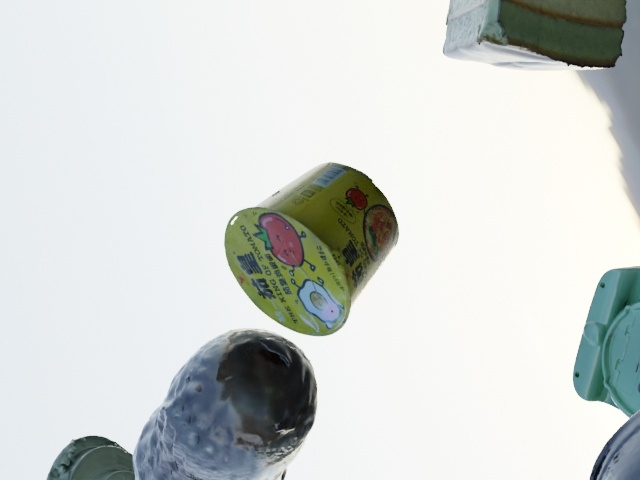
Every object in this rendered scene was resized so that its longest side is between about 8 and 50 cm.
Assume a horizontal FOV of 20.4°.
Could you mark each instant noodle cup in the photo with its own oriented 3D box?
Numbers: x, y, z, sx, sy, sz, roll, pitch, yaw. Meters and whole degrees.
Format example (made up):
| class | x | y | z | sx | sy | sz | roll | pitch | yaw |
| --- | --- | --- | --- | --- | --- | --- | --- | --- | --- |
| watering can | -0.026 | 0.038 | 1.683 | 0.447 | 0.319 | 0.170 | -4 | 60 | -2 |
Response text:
| class | x | y | z | sx | sy | sz | roll | pitch | yaw |
| --- | --- | --- | --- | --- | --- | --- | --- | --- | --- |
| instant noodle cup | 0.000 | 0.000 | 2.104 | 0.144 | 0.182 | 0.182 | -43 | -73 | -37 |

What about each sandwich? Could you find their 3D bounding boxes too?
| class | x | y | z | sx | sy | sz | roll | pitch | yaw |
| --- | --- | --- | --- | --- | --- | --- | --- | --- | --- |
| sandwich | 0.214 | -0.283 | 2.080 | 0.227 | 0.198 | 0.155 | 6 | -89 | -43 |

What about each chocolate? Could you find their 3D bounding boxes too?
| class | x | y | z | sx | sy | sz | roll | pitch | yaw |
| --- | --- | --- | --- | --- | --- | --- | --- | --- | --- |
| chocolate | -0.065 | 0.135 | 1.192 | 0.110 | 0.110 | 0.248 | 65 | 161 | 18 |

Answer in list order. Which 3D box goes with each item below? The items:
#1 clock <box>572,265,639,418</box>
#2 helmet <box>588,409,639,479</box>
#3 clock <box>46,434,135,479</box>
| class | x | y | z | sx | sy | sz | roll | pitch | yaw |
| --- | --- | --- | --- | --- | --- | --- | --- | --- | --- |
| clock | 0.366 | 0.127 | 1.856 | 0.066 | 0.159 | 0.211 | -4 | -158 | -41 |
| helmet | 0.323 | 0.258 | 1.400 | 0.160 | 0.231 | 0.278 | -70 | -13 | -70 |
| clock | -0.252 | 0.352 | 2.201 | 0.236 | 0.053 | 0.236 | 38 | -136 | -48 |
